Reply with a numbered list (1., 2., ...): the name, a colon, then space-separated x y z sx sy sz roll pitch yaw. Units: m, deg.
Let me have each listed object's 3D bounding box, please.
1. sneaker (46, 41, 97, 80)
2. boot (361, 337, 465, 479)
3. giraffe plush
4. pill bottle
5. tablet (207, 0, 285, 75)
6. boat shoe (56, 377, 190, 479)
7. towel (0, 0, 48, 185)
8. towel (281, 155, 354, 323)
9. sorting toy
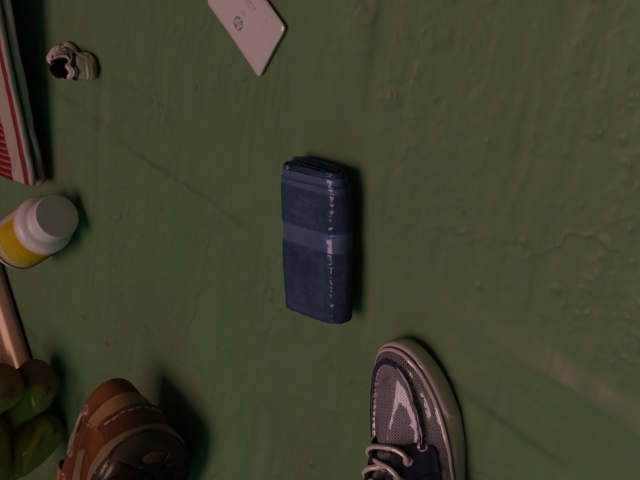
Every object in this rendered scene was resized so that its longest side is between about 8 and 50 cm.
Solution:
1. sneaker: -0.252 -0.175 0.988 0.083 0.037 0.032 21 120 46
2. boot: 0.054 0.169 0.710 0.069 0.086 0.190 -8 97 51
3. giraffe plush: -0.426 0.223 1.204 0.170 0.181 0.210 21 103 30
4. pill bottle: -0.305 -0.011 1.087 0.116 0.065 0.065 -22 86 52
5. tablet: -0.058 -0.174 0.782 0.083 0.006 0.054 57 139 20
6. boat shoe: -0.219 0.268 1.059 0.120 0.122 0.324 57 137 34
7. towel: -0.421 -0.209 1.138 0.329 0.037 0.237 24 130 38
8. towel: 0.000 0.000 0.758 0.067 0.029 0.120 20 117 45
9. sorting toy: -0.448 0.110 1.330 0.208 0.038 0.193 -17 90 47
